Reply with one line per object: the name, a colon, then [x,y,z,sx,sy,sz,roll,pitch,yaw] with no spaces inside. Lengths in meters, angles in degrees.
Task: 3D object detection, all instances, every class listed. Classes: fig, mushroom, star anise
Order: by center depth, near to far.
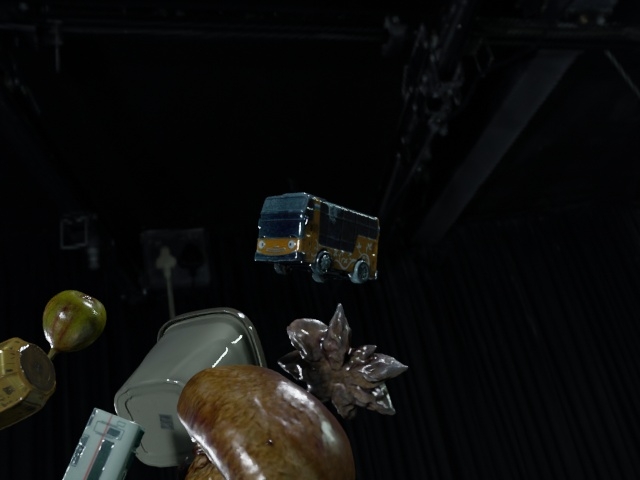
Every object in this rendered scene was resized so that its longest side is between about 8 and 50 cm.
mushroom: [-0.079,0.277,0.981,0.283,0.195,0.263,-16,-66,48]
star anise: [0.052,0.287,1.744,0.315,0.315,0.108,-34,6,36]
fig: [-0.605,0.210,1.828,0.148,0.186,0.142,26,-14,6]

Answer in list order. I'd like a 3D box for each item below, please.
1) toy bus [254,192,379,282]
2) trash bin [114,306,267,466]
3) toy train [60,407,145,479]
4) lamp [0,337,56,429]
toy bus: [0.000,0.000,1.932,0.162,0.194,0.324,-1,-11,40]
trash bin: [-0.244,0.279,1.447,0.220,0.219,0.250,-15,14,19]
toy train: [-0.372,0.449,1.101,0.088,0.406,0.086,24,-20,-8]
lamp: [-0.635,0.290,1.532,0.185,0.161,0.161,-24,-31,12]
